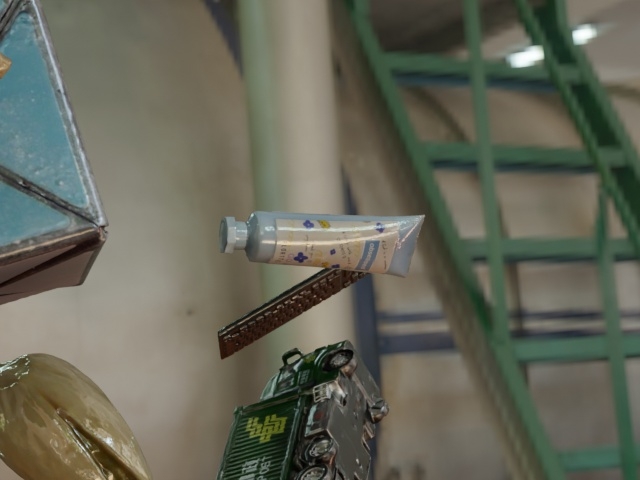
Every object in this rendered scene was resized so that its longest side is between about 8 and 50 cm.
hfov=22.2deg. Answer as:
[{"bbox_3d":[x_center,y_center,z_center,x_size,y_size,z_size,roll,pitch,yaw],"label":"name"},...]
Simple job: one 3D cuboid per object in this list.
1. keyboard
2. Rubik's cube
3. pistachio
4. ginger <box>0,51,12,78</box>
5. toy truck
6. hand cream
[{"bbox_3d":[-0.009,0.050,1.540,0.202,0.011,0.067,-30,-22,-13],"label":"keyboard"},{"bbox_3d":[-0.352,-0.062,1.492,0.259,0.260,0.255,-19,-5,-15],"label":"Rubik's cube"},{"bbox_3d":[-0.272,0.210,1.732,0.136,0.226,0.136,-44,-13,-13],"label":"pistachio"},{"bbox_3d":[-0.279,-0.139,1.202,0.097,0.030,0.048,21,-12,-22],"label":"ginger"},{"bbox_3d":[-0.017,0.198,1.443,0.121,0.088,0.259,-20,26,20],"label":"toy truck"},{"bbox_3d":[0.000,0.000,1.359,0.171,0.065,0.043,3,34,-19],"label":"hand cream"}]
